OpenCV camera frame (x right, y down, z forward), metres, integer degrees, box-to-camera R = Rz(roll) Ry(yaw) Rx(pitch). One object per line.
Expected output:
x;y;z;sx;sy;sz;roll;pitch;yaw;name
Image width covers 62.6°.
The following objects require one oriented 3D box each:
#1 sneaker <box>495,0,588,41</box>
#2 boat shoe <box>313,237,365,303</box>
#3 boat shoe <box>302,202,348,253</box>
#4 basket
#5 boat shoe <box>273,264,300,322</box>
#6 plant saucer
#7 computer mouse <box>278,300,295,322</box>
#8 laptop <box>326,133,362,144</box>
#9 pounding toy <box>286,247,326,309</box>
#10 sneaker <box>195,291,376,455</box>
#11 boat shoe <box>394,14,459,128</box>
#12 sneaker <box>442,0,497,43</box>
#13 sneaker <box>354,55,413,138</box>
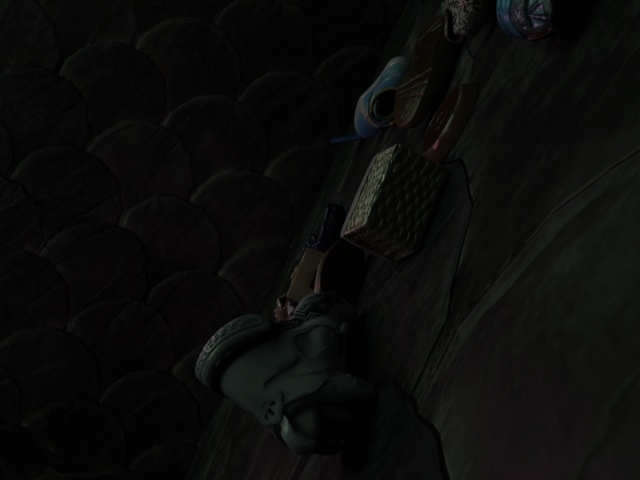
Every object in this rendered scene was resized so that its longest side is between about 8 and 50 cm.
0.316;-0.350;0.598;0.125;0.104;0.262;-113;42;-58;sneaker
0.022;0.115;1.092;0.095;0.095;0.258;115;176;-60;boat shoe
0.000;0.000;1.677;0.259;0.088;0.109;-65;7;3;boat shoe
0.122;-0.062;0.866;0.167;0.113;0.103;-67;9;-14;basket
-0.080;0.196;1.527;0.303;0.103;0.113;-62;7;22;boat shoe
0.228;-0.213;0.959;0.168;0.029;0.169;-155;90;-83;plant saucer
-0.062;0.197;1.371;0.042;0.106;0.193;-29;28;30;computer mouse
0.143;-0.493;2.162;0.265;0.136;0.234;-63;7;14;laptop
-0.011;0.145;1.269;0.206;0.094;0.181;72;-141;-68;pounding toy
-0.002;0.201;0.816;0.365;0.210;0.138;-5;-53;-57;sneaker
0.249;-0.369;1.184;0.104;0.089;0.286;4;69;56;boat shoe
0.295;-0.522;1.117;0.410;0.157;0.182;-72;1;-62;sneaker
0.173;-0.394;1.623;0.319;0.127;0.208;-58;8;50;sneaker
